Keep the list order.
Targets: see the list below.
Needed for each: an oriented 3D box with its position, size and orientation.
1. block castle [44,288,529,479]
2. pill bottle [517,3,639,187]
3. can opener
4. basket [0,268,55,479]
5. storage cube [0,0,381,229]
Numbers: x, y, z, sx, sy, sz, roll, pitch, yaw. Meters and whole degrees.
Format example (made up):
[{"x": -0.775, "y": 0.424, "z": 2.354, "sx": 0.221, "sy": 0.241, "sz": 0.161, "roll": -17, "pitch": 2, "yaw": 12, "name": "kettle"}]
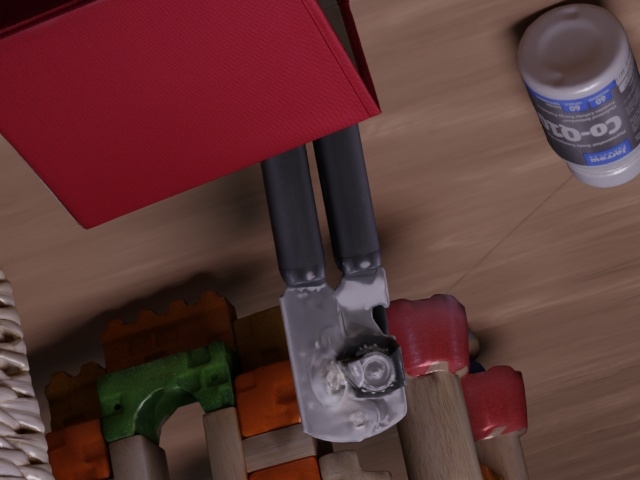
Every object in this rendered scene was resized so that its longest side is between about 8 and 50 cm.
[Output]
[{"x": -0.068, "y": 0.182, "z": 1.573, "sx": 0.453, "sy": 0.213, "sz": 0.303, "roll": -17, "pitch": 158, "yaw": 12, "name": "block castle"}, {"x": 0.192, "y": -0.099, "z": 1.388, "sx": 0.078, "sy": 0.078, "sz": 0.137, "roll": -22, "pitch": 145, "yaw": 8, "name": "pill bottle"}, {"x": 0.000, "y": 0.000, "z": 1.344, "sx": 0.076, "sy": 0.283, "sz": 0.095, "roll": -11, "pitch": -174, "yaw": -8, "name": "can opener"}, {"x": -0.401, "y": 0.160, "z": 1.348, "sx": 0.328, "sy": 0.266, "sz": 0.331, "roll": 21, "pitch": 132, "yaw": -42, "name": "basket"}, {"x": -0.100, "y": -0.154, "z": 1.104, "sx": 0.193, "sy": 0.183, "sz": 0.215, "roll": -21, "pitch": 146, "yaw": 10, "name": "storage cube"}]
